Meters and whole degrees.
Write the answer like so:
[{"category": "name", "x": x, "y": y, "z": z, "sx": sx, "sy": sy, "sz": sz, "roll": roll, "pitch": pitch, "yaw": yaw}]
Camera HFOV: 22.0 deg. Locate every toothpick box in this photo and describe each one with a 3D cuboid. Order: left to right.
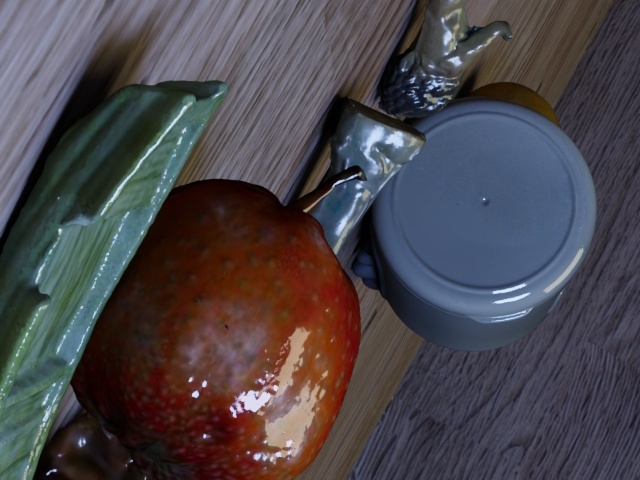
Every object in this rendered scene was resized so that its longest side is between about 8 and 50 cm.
[{"category": "toothpick box", "x": 0.144, "y": 0.003, "z": 1.652, "sx": 0.229, "sy": 0.229, "sz": 0.316, "roll": -60, "pitch": 172, "yaw": -11}]

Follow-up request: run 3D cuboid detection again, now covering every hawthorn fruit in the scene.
[{"category": "hawthorn fruit", "x": -0.042, "y": 0.035, "z": 0.853, "sx": 0.194, "sy": 0.157, "sz": 0.157, "roll": -54, "pitch": 170, "yaw": -5}]

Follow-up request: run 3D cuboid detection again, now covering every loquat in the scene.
[{"category": "loquat", "x": 0.202, "y": -0.108, "z": 1.818, "sx": 0.141, "sy": 0.141, "sz": 0.141, "roll": -59, "pitch": 170, "yaw": -17}]

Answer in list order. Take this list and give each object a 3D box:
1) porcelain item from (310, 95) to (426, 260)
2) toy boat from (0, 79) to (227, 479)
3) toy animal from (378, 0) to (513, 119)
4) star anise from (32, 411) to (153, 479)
[{"category": "porcelain item", "x": 0.000, "y": 0.000, "z": 1.243, "sx": 0.216, "sy": 0.069, "sz": 0.081, "roll": -63, "pitch": -168, "yaw": 10}, {"category": "toy boat", "x": -0.130, "y": 0.051, "z": 0.752, "sx": 0.293, "sy": 0.055, "sz": 0.093, "roll": -65, "pitch": 171, "yaw": 14}, {"category": "toy animal", "x": 0.115, "y": -0.185, "z": 1.311, "sx": 0.069, "sy": 0.086, "sz": 0.220, "roll": 55, "pitch": -49, "yaw": 56}, {"category": "star anise", "x": -0.142, "y": 0.230, "z": 0.929, "sx": 0.237, "sy": 0.148, "sz": 0.346, "roll": 92, "pitch": 18, "yaw": -64}]
